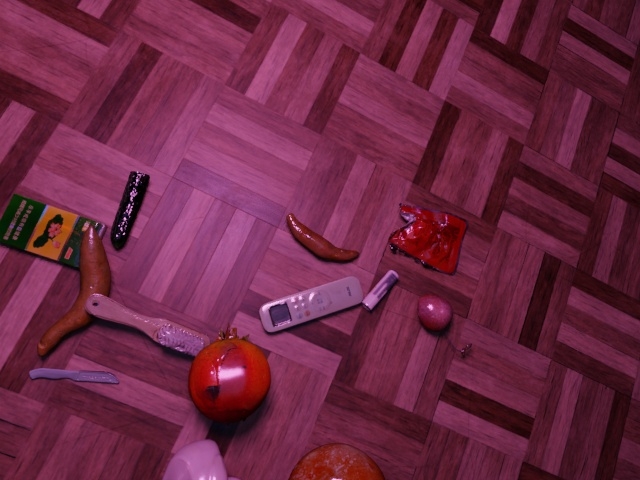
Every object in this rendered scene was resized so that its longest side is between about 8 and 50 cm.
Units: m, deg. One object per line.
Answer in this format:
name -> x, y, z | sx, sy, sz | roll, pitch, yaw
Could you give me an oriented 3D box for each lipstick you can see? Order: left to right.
lipstick -> 0.182, 0.150, 1.269 | 0.040, 0.040, 0.141 | 46, 74, -3

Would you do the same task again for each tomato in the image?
tomato -> 0.038, 0.652, 1.062 | 0.270, 0.222, 0.270 | -2, 102, -12

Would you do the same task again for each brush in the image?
brush -> -0.434, 0.223, 1.068 | 0.327, 0.065, 0.070 | 29, 82, -20

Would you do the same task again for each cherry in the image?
cherry -> 0.381, 0.248, 1.278 | 0.225, 0.090, 0.107 | 42, 60, -12

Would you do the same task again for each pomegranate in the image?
pomegranate -> -0.228, 0.338, 1.063 | 0.210, 0.210, 0.235 | 7, 56, -12

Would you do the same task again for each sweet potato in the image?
sweet potato -> -0.602, 0.136, 1.067 | 0.108, 0.079, 0.346 | 23, 86, -28
sweet potato -> -0.001, 0.010, 1.242 | 0.255, 0.058, 0.078 | 29, 55, -11

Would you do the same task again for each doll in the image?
doll -> -0.267, 0.624, 1.029 | 0.221, 0.221, 0.251 | -11, 56, -14

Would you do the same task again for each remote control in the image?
remote control -> -0.024, 0.183, 1.217 | 0.310, 0.038, 0.090 | -15, 84, -14

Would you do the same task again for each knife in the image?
knife -> -0.623, 0.344, 1.065 | 0.210, 0.015, 0.028 | 7, 73, -13

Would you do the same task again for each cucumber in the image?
cucumber -> -0.521, -0.083, 1.136 | 0.052, 0.058, 0.214 | 23, 77, -44

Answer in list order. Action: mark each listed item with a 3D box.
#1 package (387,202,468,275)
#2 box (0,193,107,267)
package -> 0.344, -0.015, 1.321 | 0.269, 0.071, 0.194 | 21, 91, -13
box -> -0.704, -0.021, 1.095 | 0.235, 0.034, 0.132 | 20, 77, -9
